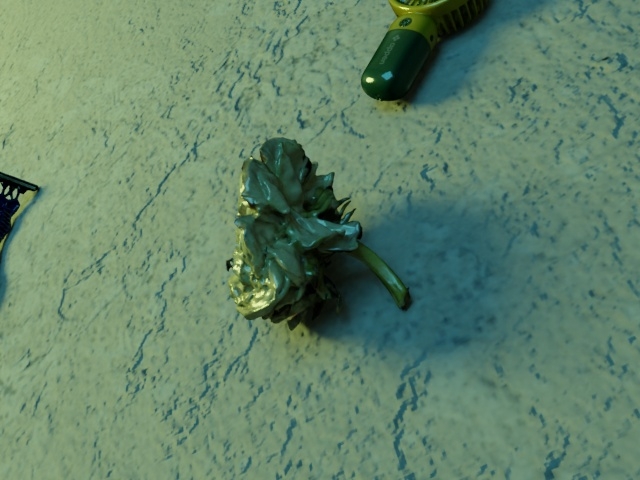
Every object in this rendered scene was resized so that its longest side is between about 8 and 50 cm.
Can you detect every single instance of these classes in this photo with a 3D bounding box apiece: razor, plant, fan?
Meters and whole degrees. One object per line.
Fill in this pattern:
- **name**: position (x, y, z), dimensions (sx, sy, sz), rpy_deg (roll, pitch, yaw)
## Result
- **razor**: position (-0.316, 0.003, 0.614), dimensions (0.028, 0.044, 0.155), rpy_deg (-39, 41, 43)
- **plant**: position (0.000, 0.000, 0.390), dimensions (0.121, 0.104, 0.117), rpy_deg (11, 84, 9)
- **fan**: position (0.079, -0.171, 0.500), dimensions (0.082, 0.039, 0.155), rpy_deg (18, 69, 38)
